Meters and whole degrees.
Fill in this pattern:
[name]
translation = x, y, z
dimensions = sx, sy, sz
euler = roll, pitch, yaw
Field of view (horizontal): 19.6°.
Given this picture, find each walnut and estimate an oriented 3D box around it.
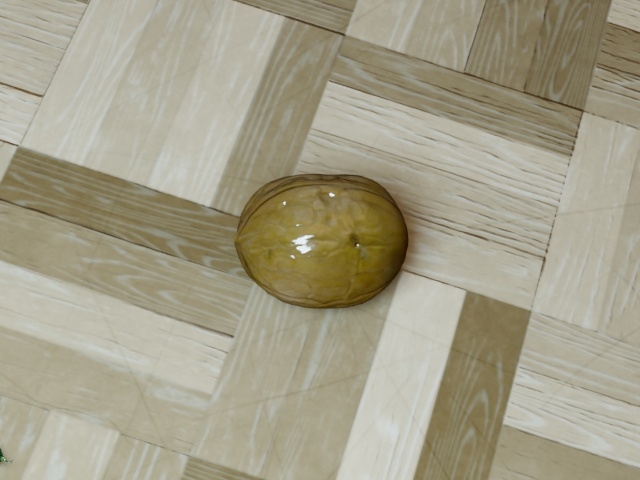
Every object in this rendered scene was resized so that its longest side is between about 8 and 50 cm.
[walnut]
translation = 0.000, 0.000, 2.197
dimensions = 0.207, 0.167, 0.167
euler = -1, 57, -8

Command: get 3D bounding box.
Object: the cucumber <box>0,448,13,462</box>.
[cucumber]
translation = -0.416, 0.219, 2.047
dimensions = 0.168, 0.039, 0.039
euler = 16, 55, 3
